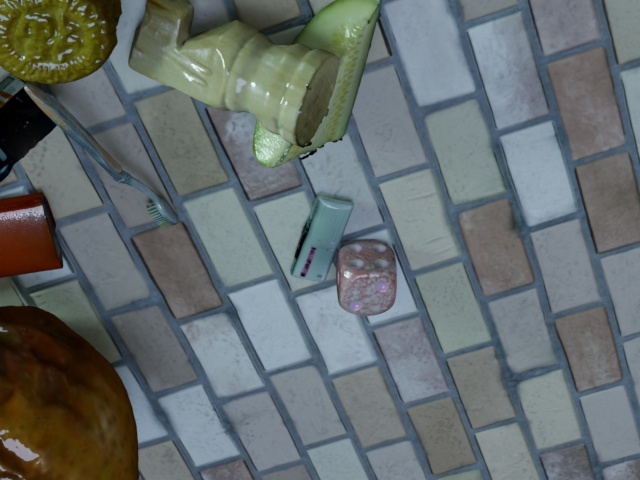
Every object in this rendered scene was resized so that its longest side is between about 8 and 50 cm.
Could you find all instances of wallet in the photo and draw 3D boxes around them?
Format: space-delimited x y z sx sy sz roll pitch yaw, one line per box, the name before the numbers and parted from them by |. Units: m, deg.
wallet | -0.515 0.000 2.148 0.204 0.045 0.142 -9 126 1

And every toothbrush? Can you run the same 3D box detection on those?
toothbrush | -0.319 -0.121 2.035 0.037 0.028 0.375 -20 141 18

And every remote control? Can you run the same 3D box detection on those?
remote control | 0.000 0.000 2.203 0.065 0.029 0.166 10 126 -14

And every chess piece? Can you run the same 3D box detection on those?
chess piece | -0.131 -0.242 1.914 0.301 0.137 0.137 22 128 16

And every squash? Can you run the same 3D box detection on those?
squash | -0.016 -0.244 1.964 0.093 0.169 0.252 35 130 24

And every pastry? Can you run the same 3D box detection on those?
pastry | -0.365 -0.304 1.883 0.188 0.103 0.189 -3 135 -3

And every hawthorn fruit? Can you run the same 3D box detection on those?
hawthorn fruit | -0.508 0.323 2.164 0.471 0.472 0.472 -2 128 -3

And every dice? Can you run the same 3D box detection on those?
dice | 0.073 0.060 2.216 0.091 0.093 0.094 -1 129 -4

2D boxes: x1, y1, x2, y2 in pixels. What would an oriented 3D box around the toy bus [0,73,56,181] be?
toy bus | -0.551 -0.070 1.958 0.409 0.092 0.093 -43 128 -6
